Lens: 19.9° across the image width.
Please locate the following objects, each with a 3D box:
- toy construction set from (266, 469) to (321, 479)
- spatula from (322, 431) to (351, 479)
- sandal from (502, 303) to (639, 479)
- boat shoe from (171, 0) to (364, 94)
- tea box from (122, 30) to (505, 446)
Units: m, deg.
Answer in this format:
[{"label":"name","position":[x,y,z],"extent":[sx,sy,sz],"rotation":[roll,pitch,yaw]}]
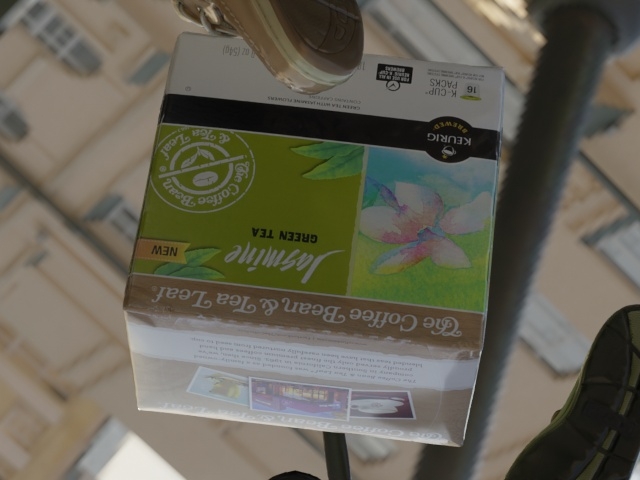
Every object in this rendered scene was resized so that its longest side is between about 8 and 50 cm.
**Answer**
[{"label":"toy construction set","position":[-0.022,0.319,1.124],"extent":[0.237,0.257,0.309],"rotation":[-37,-162,1]},{"label":"spatula","position":[0.014,0.170,2.148],"extent":[0.084,0.030,0.296],"rotation":[-27,-129,34]},{"label":"sandal","position":[0.304,0.211,2.001],"extent":[0.302,0.120,0.086],"rotation":[-58,172,1]},{"label":"boat shoe","position":[-0.065,-0.223,1.552],"extent":[0.110,0.122,0.341],"rotation":[-50,-138,24]},{"label":"tea box","position":[0.000,0.000,1.772],"extent":[0.220,0.329,0.323],"rotation":[92,4,-59]}]
